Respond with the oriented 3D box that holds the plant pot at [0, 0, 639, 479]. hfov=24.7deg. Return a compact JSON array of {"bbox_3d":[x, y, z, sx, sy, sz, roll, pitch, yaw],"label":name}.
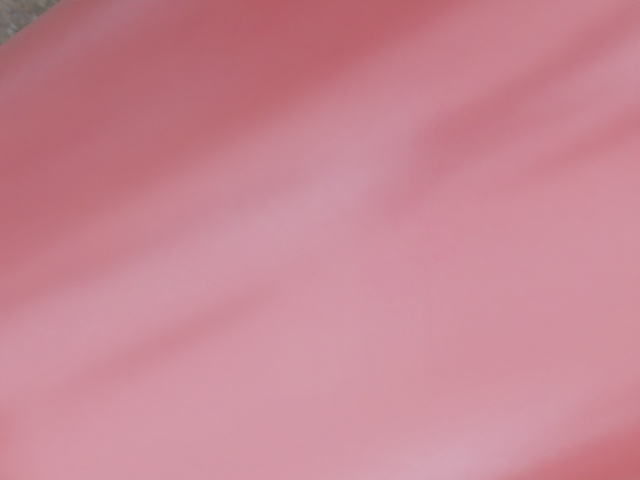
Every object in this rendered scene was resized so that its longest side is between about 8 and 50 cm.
[{"bbox_3d":[0.000,0.000,0.494,0.243,0.275,0.275,-26,122,-3],"label":"plant pot"}]
